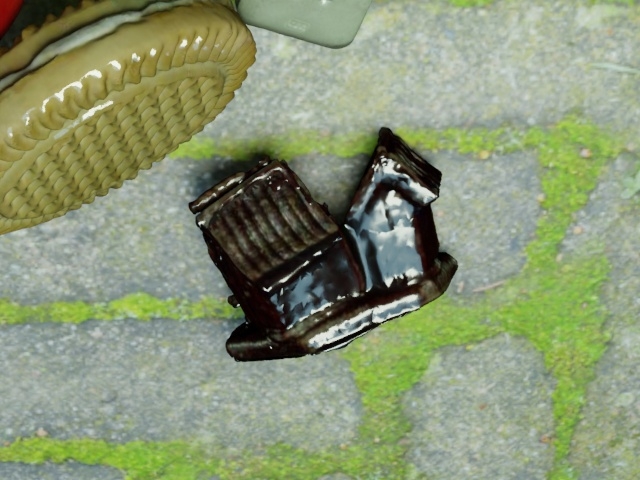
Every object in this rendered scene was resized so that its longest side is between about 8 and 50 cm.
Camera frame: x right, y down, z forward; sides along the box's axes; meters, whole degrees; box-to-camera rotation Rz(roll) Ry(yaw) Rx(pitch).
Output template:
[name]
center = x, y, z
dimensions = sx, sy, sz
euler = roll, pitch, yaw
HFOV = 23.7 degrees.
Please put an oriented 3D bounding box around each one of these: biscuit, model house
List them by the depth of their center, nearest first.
[biscuit]
center = -0.157, -0.091, 1.030
dimensions = 0.259, 0.259, 0.079
euler = -37, 80, 22
[model house]
center = 0.003, -0.004, 1.198
dimensions = 0.203, 0.141, 0.164
euler = -25, 106, -11

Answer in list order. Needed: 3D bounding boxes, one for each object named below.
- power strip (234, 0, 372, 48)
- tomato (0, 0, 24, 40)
[power strip]
center = 0.029, -0.263, 1.020
dimensions = 0.093, 0.053, 0.288
euler = 14, 126, -16
[tomato]
center = -0.327, -0.176, 0.950
dimensions = 0.298, 0.226, 0.298
euler = -5, 130, -5
